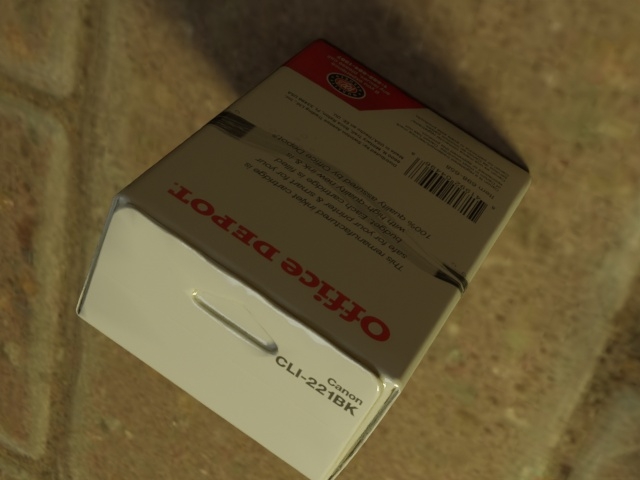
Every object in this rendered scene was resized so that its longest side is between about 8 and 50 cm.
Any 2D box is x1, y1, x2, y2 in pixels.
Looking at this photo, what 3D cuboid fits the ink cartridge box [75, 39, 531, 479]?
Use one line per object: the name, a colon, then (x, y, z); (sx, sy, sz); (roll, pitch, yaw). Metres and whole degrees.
ink cartridge box: (0.000, 0.000, 0.706); (0.197, 0.273, 0.114); (34, 128, 7)
